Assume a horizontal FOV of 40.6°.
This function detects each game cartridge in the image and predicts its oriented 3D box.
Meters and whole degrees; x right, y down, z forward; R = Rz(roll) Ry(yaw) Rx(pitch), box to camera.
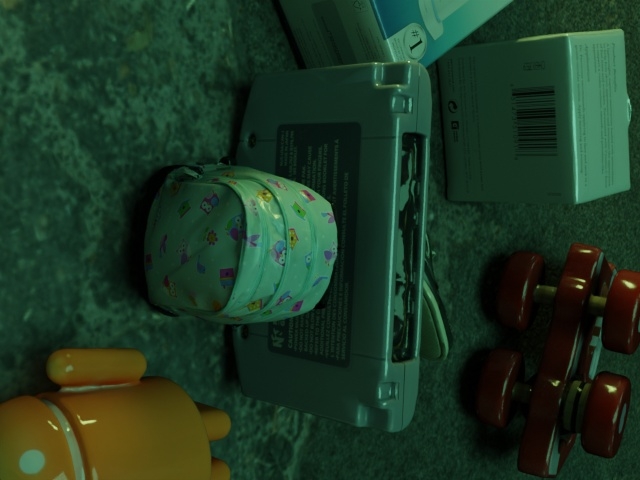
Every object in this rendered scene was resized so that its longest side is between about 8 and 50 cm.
[{"bbox_3d":[0.000,0.000,0.755,0.062,0.198,0.297,0,94,-43],"label":"game cartridge"}]

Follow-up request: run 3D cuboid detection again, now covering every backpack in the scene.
[{"bbox_3d":[-0.072,0.008,0.698,0.115,0.182,0.152,-5,97,-43],"label":"backpack"}]

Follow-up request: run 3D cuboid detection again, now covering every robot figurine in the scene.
[{"bbox_3d":[-0.171,0.174,0.654,0.219,0.128,0.158,-1,132,-44],"label":"robot figurine"}]

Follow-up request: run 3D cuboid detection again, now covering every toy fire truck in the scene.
[{"bbox_3d":[0.327,0.156,1.123,0.254,0.169,0.302,29,73,-61],"label":"toy fire truck"}]

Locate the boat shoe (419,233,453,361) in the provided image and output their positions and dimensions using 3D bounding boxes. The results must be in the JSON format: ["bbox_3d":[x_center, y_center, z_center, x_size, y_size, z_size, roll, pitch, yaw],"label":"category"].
[{"bbox_3d":[0.099,0.027,0.932,0.079,0.084,0.233,-39,115,-34],"label":"boat shoe"}]

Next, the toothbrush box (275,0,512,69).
[{"bbox_3d":[0.086,-0.308,0.863,0.295,0.126,0.216,-41,119,-33],"label":"toothbrush box"}]

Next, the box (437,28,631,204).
[{"bbox_3d":[0.241,-0.139,0.987,0.119,0.181,0.181,-13,102,-40],"label":"box"}]
